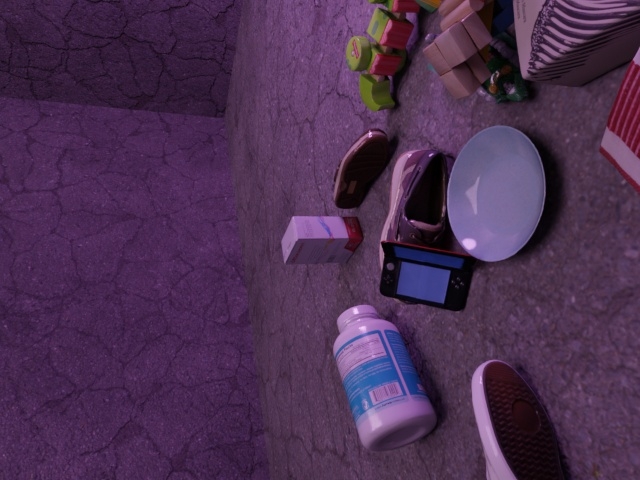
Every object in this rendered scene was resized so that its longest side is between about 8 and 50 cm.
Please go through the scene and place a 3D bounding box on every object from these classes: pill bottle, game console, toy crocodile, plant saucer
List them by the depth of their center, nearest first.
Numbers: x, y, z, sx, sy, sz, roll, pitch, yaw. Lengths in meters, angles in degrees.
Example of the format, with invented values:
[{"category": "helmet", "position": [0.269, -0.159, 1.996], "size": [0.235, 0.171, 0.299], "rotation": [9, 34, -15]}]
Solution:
[{"category": "plant saucer", "position": [0.259, -0.066, 0.637], "size": [0.195, 0.038, 0.194], "rotation": [180, 90, -68]}, {"category": "game console", "position": [0.166, 0.059, 0.707], "size": [0.085, 0.144, 0.123], "rotation": [-39, -43, -66]}, {"category": "toy crocodile", "position": [0.138, -0.419, 0.846], "size": [0.105, 0.115, 0.340], "rotation": [-118, 31, -41]}, {"category": "pill bottle", "position": [0.113, 0.260, 0.870], "size": [0.263, 0.147, 0.146], "rotation": [-109, 28, -42]}]

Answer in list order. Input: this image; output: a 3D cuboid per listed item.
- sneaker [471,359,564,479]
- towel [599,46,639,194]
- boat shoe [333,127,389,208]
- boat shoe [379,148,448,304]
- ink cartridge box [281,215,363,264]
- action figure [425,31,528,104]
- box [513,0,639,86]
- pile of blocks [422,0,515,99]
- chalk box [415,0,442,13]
[{"category": "sneaker", "position": [0.246, 0.311, 0.574], "size": [0.123, 0.106, 0.289], "rotation": [127, 136, -54]}, {"category": "towel", "position": [0.315, -0.103, 0.290], "size": [0.329, 0.037, 0.236], "rotation": [67, -176, -56]}, {"category": "boat shoe", "position": [0.081, -0.181, 1.026], "size": [0.257, 0.095, 0.095], "rotation": [121, 149, -54]}, {"category": "boat shoe", "position": [0.173, -0.022, 0.777], "size": [0.092, 0.103, 0.284], "rotation": [-171, 88, -74]}, {"category": "ink cartridge box", "position": [0.000, 0.000, 1.118], "size": [0.127, 0.175, 0.072], "rotation": [121, 143, -53]}, {"category": "action figure", "position": [0.240, -0.276, 0.661], "size": [0.137, 0.064, 0.232], "rotation": [113, 146, -40]}, {"category": "box", "position": [0.317, -0.255, 0.401], "size": [0.275, 0.094, 0.113], "rotation": [156, 112, -68]}, {"category": "pile of blocks", "position": [0.213, -0.366, 0.530], "size": [0.112, 0.149, 0.361], "rotation": [-132, 39, -78]}, {"category": "chalk box", "position": [0.141, -0.467, 0.631], "size": [0.132, 0.213, 0.132], "rotation": [-58, 14, 0]}]
